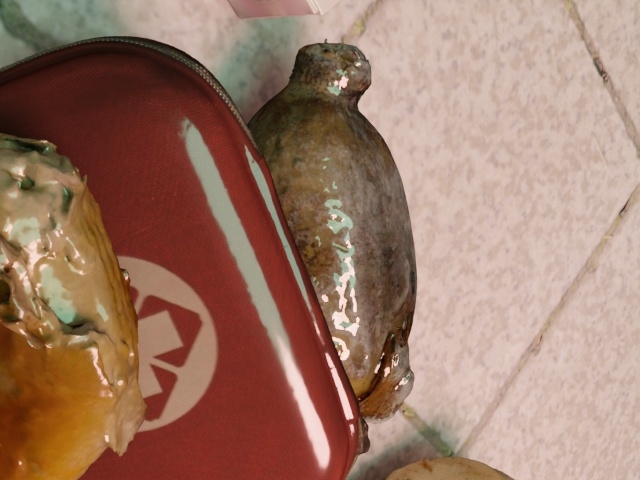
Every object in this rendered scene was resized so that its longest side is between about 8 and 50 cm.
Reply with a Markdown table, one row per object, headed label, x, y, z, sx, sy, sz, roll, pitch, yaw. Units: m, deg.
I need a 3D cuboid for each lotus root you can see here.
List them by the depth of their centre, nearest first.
| label | x | y | z | sx | sy | sz | roll | pitch | yaw |
| --- | --- | --- | --- | --- | --- | --- | --- | --- | --- |
| lotus root | -0.002 | 0.000 | 0.707 | 0.175 | 0.175 | 0.349 | -16 | 107 | -32 |

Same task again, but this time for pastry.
| label | x | y | z | sx | sy | sz | roll | pitch | yaw |
| --- | --- | --- | --- | --- | --- | --- | --- | --- | --- |
| pastry | -0.231 | 0.057 | 0.466 | 0.236 | 0.121 | 0.256 | -9 | 107 | 8 |

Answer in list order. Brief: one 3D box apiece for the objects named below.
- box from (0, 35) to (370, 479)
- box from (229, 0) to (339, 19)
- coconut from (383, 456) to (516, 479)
| label | x | y | z | sx | sy | sz | roll | pitch | yaw |
| --- | --- | --- | --- | --- | --- | --- | --- | --- | --- |
| box | -0.133 | 0.059 | 0.583 | 0.263 | 0.108 | 0.403 | -20 | 105 | 6 |
| box | -0.051 | -0.246 | 0.631 | 0.051 | 0.130 | 0.129 | -44 | 122 | -17 |
| coconut | 0.148 | 0.367 | 0.870 | 0.241 | 0.241 | 0.241 | -9 | 106 | -34 |
